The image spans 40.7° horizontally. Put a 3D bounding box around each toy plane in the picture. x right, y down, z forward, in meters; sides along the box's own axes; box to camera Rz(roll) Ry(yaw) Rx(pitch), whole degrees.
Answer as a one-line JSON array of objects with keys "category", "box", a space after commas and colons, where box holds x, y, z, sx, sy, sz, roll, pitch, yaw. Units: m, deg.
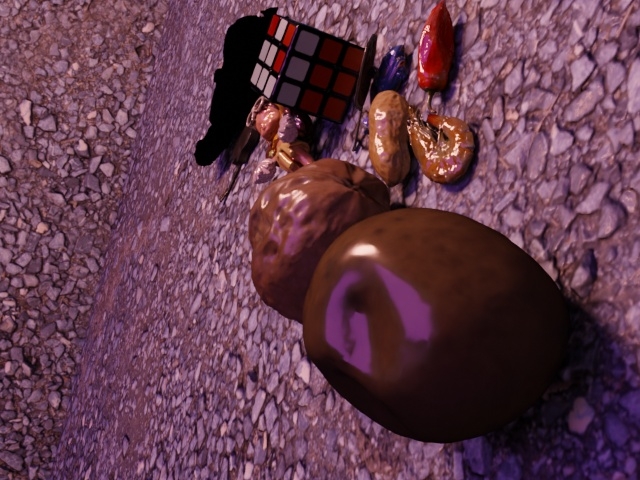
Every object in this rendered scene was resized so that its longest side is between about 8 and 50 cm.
[{"category": "toy plane", "box": [0.113, -0.267, 1.520, 0.062, 0.054, 0.167, 36, 111, 35]}]

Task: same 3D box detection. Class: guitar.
[{"category": "guitar", "box": [-0.208, -0.194, 2.142, 0.233, 0.025, 0.088, -62, 26, 25]}]

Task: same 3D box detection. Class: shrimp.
[{"category": "shrimp", "box": [0.180, -0.156, 1.328, 0.101, 0.042, 0.190, -53, 39, 21]}]

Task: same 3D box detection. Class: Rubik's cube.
[{"category": "Rubik's cube", "box": [-0.026, -0.337, 1.699, 0.163, 0.161, 0.162, -68, 27, 16]}]

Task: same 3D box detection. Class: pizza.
[{"category": "pizza", "box": [-0.196, -0.434, 2.168, 0.392, 0.080, 0.435, -28, 49, 59]}]

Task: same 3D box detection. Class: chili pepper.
[{"category": "chili pepper", "box": [0.182, -0.294, 1.378, 0.050, 0.059, 0.191, 164, 115, -70]}]

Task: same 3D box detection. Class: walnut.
[{"category": "walnut", "box": [0.000, 0.002, 1.394, 0.273, 0.227, 0.273, -171, 90, -66]}]

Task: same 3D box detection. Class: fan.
[{"category": "fan", "box": [0.078, -0.264, 1.561, 0.132, 0.009, 0.220, -55, -24, -64]}]

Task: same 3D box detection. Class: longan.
[{"category": "longan", "box": [0.133, 0.099, 1.043, 0.350, 0.288, 0.288, 27, 101, 53]}]

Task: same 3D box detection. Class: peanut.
[{"category": "peanut", "box": [0.118, -0.172, 1.427, 0.080, 0.080, 0.174, -33, 52, 54]}]

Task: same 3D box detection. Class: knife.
[{"category": "knife", "box": [-0.120, -0.384, 2.078, 0.298, 0.017, 0.047, -50, 29, 42]}]

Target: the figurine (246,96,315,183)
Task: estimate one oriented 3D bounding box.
[{"category": "figurine", "box": [-0.069, -0.196, 1.765, 0.174, 0.116, 0.240, -59, 36, 34]}]
